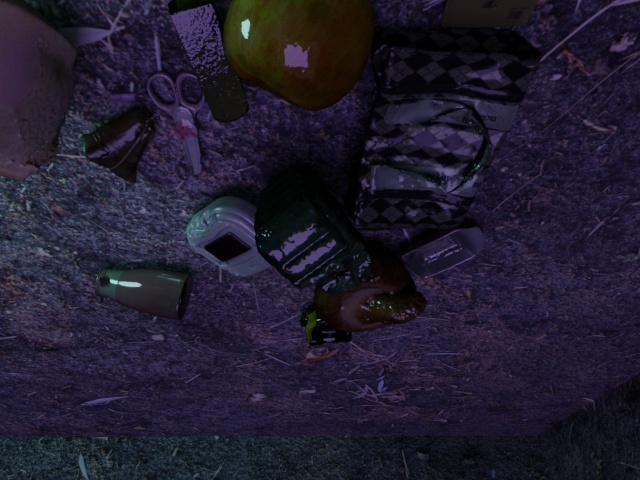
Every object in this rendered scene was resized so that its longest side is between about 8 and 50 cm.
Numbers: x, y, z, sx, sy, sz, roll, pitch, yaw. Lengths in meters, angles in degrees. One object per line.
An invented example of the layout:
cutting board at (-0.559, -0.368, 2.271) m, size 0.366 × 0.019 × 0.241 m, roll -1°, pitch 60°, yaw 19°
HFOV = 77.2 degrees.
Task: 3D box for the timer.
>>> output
timer at (-0.228, 0.001, 1.085) m, size 0.262 × 0.087 × 0.237 m, roll -23°, pitch 128°, yaw 41°

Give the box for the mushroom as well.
mushroom at (0.139, 0.166, 1.263) m, size 0.344 × 0.239 × 0.345 m, roll 5°, pitch 120°, yaw 8°

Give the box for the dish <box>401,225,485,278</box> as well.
dish at (0.371, 0.017, 1.209) m, size 0.234 × 0.064 × 0.154 m, roll -28°, pitch 132°, yaw 25°

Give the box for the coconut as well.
coconut at (-0.568, -0.276, 0.665) m, size 0.297 × 0.310 × 0.297 m, roll 11°, pitch 172°, yaw 2°

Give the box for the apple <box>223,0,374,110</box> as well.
apple at (-0.032, -0.356, 0.688) m, size 0.246 × 0.246 × 0.226 m, roll 23°, pitch 101°, yaw -26°

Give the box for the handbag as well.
handbag at (0.215, -0.220, 0.850) m, size 0.316 × 0.180 × 0.416 m, roll -2°, pitch 134°, yaw -14°

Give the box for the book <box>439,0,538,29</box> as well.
book at (0.313, -0.443, 0.687) m, size 0.167 × 0.013 × 0.192 m, roll -3°, pitch 164°, yaw -1°

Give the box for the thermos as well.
thermos at (-0.550, 0.156, 1.250) m, size 0.264 × 0.146 × 0.176 m, roll 11°, pitch 161°, yaw -4°

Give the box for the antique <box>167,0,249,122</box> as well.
antique at (-0.205, -0.336, 0.765) m, size 0.081 × 0.080 × 0.221 m, roll -18°, pitch 138°, yaw -4°

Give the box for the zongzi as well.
zongzi at (-0.410, -0.212, 0.919) m, size 0.188 × 0.081 × 0.178 m, roll -27°, pitch 156°, yaw 4°

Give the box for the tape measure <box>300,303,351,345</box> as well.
tape measure at (0.024, 0.305, 1.464) m, size 0.198 × 0.112 × 0.186 m, roll -6°, pitch 135°, yaw 1°

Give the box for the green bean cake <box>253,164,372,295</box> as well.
green bean cake at (0.000, 0.000, 0.938) m, size 0.169 × 0.300 × 0.308 m, roll -35°, pitch 117°, yaw 11°

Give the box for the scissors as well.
scissors at (-0.299, -0.253, 0.892) m, size 0.118 × 0.031 × 0.242 m, roll -1°, pitch 135°, yaw -3°
